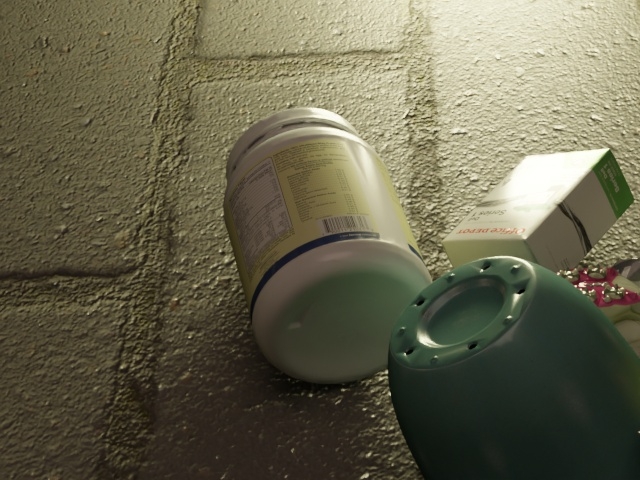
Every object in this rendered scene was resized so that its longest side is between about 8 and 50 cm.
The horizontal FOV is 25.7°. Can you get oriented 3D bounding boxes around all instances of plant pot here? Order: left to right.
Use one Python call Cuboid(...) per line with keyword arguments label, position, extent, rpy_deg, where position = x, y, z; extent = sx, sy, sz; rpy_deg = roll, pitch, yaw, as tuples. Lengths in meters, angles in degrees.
Cuboid(label="plant pot", position=(0.212, 0.161, 1.575), extent=(0.293, 0.235, 0.293), rpy_deg=(-27, 26, 14))

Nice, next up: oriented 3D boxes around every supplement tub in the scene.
Cuboid(label="supplement tub", position=(0.000, 0.000, 1.845), extent=(0.235, 0.235, 0.325), rpy_deg=(-12, 44, -6))

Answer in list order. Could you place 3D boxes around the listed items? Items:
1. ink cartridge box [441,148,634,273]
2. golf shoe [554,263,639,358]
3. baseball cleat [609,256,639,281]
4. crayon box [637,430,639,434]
Cuboid(label="ink cartridge box", position=(0.294, -0.024, 1.901), extent=(0.160, 0.093, 0.219), rpy_deg=(-2, 33, 49))
Cuboid(label="golf shoe", position=(0.423, 0.107, 1.761), extent=(0.306, 0.140, 0.115), rpy_deg=(2, 25, -5))
Cuboid(label="baseball cleat", position=(0.377, 0.086, 1.846), extent=(0.205, 0.072, 0.109), rpy_deg=(-17, 51, 2))
Cuboid(label="crayon box", position=(0.501, 0.181, 1.535), extent=(0.203, 0.083, 0.323), rpy_deg=(18, 13, 29))
